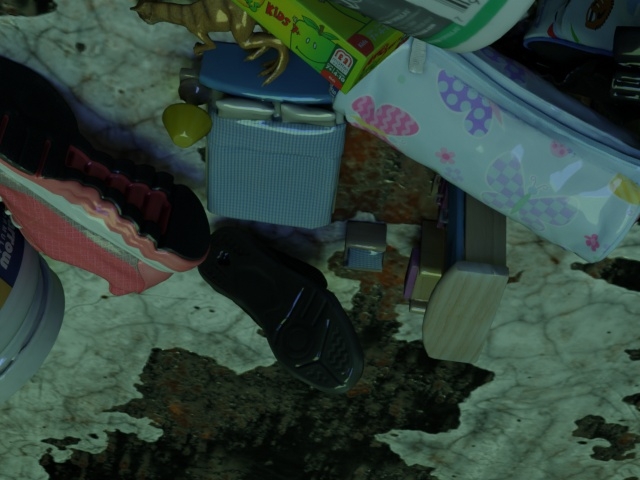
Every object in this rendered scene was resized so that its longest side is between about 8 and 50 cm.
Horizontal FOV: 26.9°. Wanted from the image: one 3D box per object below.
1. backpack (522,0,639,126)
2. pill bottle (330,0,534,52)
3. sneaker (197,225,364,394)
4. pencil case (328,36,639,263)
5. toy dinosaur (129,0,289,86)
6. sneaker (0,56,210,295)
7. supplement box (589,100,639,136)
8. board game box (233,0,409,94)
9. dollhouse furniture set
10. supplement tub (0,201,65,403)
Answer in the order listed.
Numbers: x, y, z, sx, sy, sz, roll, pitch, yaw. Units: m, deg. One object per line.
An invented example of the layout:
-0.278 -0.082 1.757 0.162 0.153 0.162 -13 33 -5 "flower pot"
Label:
0.279 -0.157 0.956 0.276 0.213 0.263 23 178 -24 "backpack"
-0.020 -0.277 0.867 0.361 0.204 0.204 21 140 -18 "pill bottle"
-0.015 0.074 1.346 0.130 0.227 0.087 23 103 -52 "sneaker"
0.145 -0.095 1.089 0.273 0.113 0.124 33 141 2 "pencil case"
-0.058 -0.189 1.101 0.211 0.064 0.112 -13 138 22 "toy dinosaur"
-0.258 -0.043 1.244 0.314 0.116 0.136 37 128 -22 "sneaker"
0.285 -0.095 1.161 0.056 0.083 0.083 33 134 -30 "supplement box"
-0.019 -0.198 0.995 0.181 0.092 0.043 40 140 6 "board game box"
0.000 0.000 1.230 0.303 0.198 0.286 8 143 -1 "dollhouse furniture set"
-0.413 0.012 1.275 0.228 0.228 0.316 -14 139 24 "supplement tub"
